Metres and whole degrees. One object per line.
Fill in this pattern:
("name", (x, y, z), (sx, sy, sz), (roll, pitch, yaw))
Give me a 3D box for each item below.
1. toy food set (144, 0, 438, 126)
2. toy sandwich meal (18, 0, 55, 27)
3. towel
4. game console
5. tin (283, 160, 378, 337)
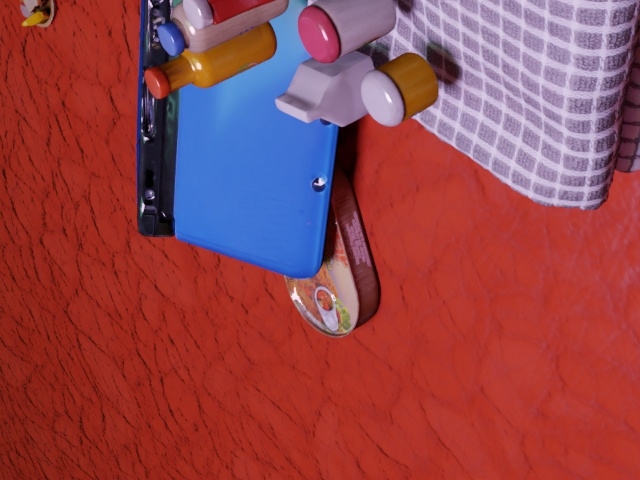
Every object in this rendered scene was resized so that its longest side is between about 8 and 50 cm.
("toy food set", (-0.034, -0.130, 0.848), (0.232, 0.104, 0.111), (31, 144, 48))
("toy sandwich meal", (-0.335, -0.282, 1.422), (0.085, 0.029, 0.086), (29, 132, 38))
("towel", (0.101, -0.173, 0.813), (0.283, 0.121, 0.235), (39, 157, 29))
("game console", (-0.084, -0.147, 1.158), (0.250, 0.173, 0.293), (-103, 18, -58))
("tin", (0.000, 0.000, 1.178), (0.106, 0.040, 0.190), (6, 115, 54))
